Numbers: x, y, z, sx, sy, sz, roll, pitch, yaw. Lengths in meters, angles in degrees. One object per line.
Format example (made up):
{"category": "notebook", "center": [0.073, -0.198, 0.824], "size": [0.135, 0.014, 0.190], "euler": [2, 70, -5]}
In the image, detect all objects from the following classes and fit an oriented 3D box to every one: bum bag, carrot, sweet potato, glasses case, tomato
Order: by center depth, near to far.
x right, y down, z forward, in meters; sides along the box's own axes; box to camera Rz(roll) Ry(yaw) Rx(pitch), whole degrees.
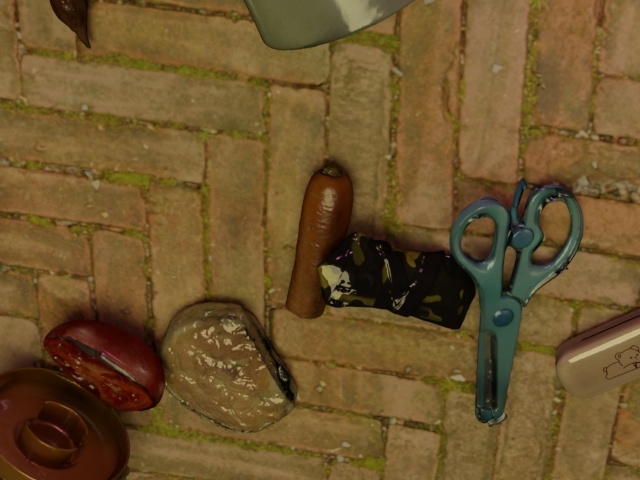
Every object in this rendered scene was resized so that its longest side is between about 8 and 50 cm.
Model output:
{"category": "sweet potato", "center": [-0.308, -0.292, 1.582], "size": [0.049, 0.049, 0.117], "euler": [-8, 124, 13]}
{"category": "bum bag", "center": [0.103, 0.053, 1.677], "size": [0.232, 0.060, 0.107], "euler": [13, 98, -23]}
{"category": "carrot", "center": [0.000, 0.000, 1.688], "size": [0.067, 0.067, 0.225], "euler": [13, 121, 1]}
{"category": "glasses case", "center": [0.414, 0.147, 1.716], "size": [0.196, 0.050, 0.083], "euler": [-28, 113, 21]}
{"category": "tomato", "center": [-0.298, 0.164, 1.800], "size": [0.174, 0.082, 0.166], "euler": [43, 150, -16]}

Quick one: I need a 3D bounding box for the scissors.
{"category": "scissors", "center": [0.250, 0.091, 1.701], "size": [0.180, 0.032, 0.393], "euler": [-3, 122, -9]}

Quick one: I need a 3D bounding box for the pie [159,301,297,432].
{"category": "pie", "center": [-0.145, 0.188, 1.819], "size": [0.185, 0.052, 0.218], "euler": [-19, 115, 17]}

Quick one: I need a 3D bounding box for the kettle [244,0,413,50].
{"category": "kettle", "center": [0.012, -0.446, 1.326], "size": [0.361, 0.250, 0.377], "euler": [-25, 117, 11]}

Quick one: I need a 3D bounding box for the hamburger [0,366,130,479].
{"category": "hamburger", "center": [-0.420, 0.340, 1.818], "size": [0.274, 0.274, 0.212], "euler": [28, 116, -8]}
